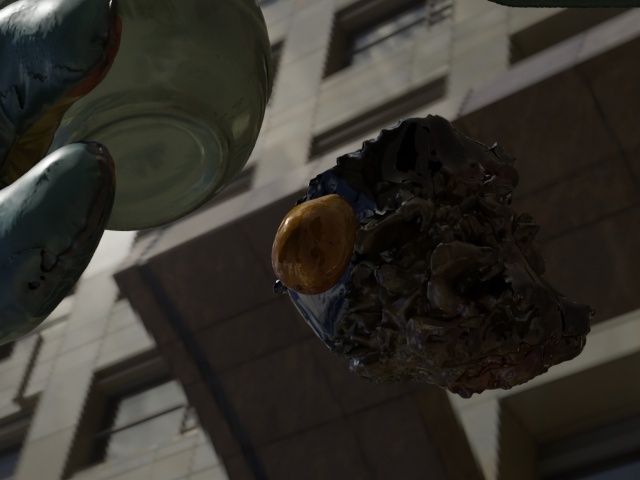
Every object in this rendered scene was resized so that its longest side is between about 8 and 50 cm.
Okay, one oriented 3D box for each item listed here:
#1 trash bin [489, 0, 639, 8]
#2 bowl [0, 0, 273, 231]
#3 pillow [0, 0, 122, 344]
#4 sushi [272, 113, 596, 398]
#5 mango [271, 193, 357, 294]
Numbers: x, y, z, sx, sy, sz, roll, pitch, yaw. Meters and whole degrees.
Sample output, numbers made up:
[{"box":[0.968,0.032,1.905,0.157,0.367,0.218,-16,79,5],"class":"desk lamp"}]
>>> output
[{"box":[0.208,-0.313,0.818,0.158,0.223,0.343,37,-112,-45],"class":"trash bin"},{"box":[-0.183,-0.123,1.289,0.307,0.307,0.163,35,-152,-46],"class":"bowl"},{"box":[-0.200,-0.044,0.885,0.086,0.214,0.233,25,-129,-39],"class":"pillow"},{"box":[0.093,0.038,1.118,0.238,0.225,0.219,-12,-122,-37],"class":"sushi"},{"box":[0.000,0.000,0.898,0.089,0.046,0.060,-52,-39,-48],"class":"mango"}]
